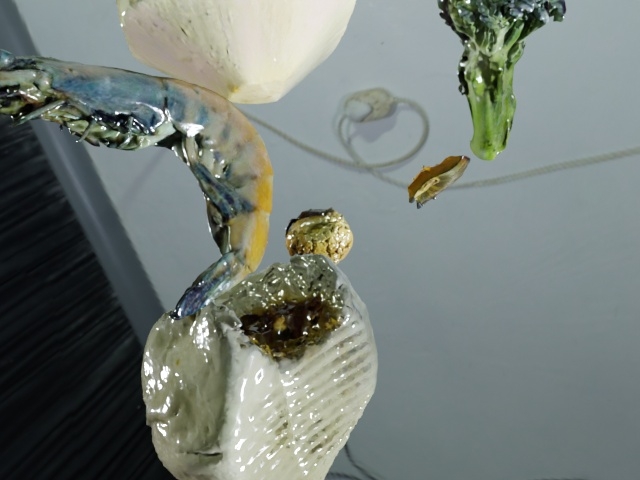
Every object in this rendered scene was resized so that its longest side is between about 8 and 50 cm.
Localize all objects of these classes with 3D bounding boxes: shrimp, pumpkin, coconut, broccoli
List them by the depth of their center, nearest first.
[{"bbox_3d":[-0.141,-0.043,0.579,0.051,0.262,0.198,-33,56,44],"label":"shrimp"},{"bbox_3d":[-0.088,-0.256,0.838,0.259,0.259,0.259,10,117,19],"label":"coconut"},{"bbox_3d":[0.151,-0.084,1.051,0.101,0.073,0.035,-39,71,16],"label":"pumpkin"},{"bbox_3d":[0.250,-0.244,1.137,0.145,0.165,0.304,53,157,41],"label":"broccoli"}]

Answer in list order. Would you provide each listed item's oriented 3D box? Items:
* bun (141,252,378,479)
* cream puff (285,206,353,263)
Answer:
[{"bbox_3d":[-0.075,0.149,0.857,0.205,0.282,0.281,13,120,40],"label":"bun"},{"bbox_3d":[0.000,0.000,1.478,0.133,0.104,0.119,-15,143,38],"label":"cream puff"}]
